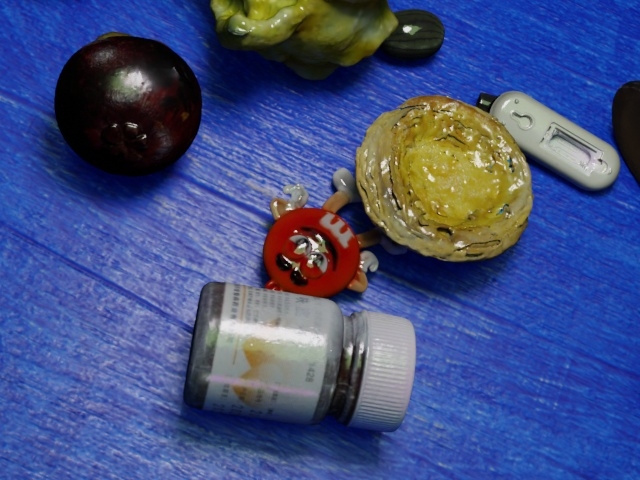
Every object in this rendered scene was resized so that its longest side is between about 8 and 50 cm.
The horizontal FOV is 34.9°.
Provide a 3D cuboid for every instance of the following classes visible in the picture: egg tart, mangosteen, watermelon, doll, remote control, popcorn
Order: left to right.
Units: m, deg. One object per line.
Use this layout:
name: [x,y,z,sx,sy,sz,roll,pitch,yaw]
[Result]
mangosteen: [-0.257,-0.186,1.369,0.210,0.210,0.209,4,68,-9]
popcorn: [-0.040,-0.363,1.431,0.321,0.290,0.325,21,62,8]
doll: [0.000,0.000,1.401,0.217,0.085,0.183,-32,79,-30]
watermelon: [0.136,-0.313,1.551,0.111,0.078,0.078,-6,70,-13]
egg tart: [0.168,-0.081,1.450,0.291,0.107,0.290,10,59,-17]
remote control: [0.352,-0.149,1.531,0.221,0.042,0.078,31,91,-4]

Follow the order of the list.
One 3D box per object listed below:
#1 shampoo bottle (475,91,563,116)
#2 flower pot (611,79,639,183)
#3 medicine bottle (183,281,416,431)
shampoo bottle: [0.307,-0.194,1.562,0.137,0.027,0.048,15,77,-5]
flower pot: [0.596,-0.191,1.505,0.267,0.266,0.266,-25,75,-7]
medicine bottle: [-0.028,0.150,1.290,0.274,0.165,0.165,9,68,-6]
